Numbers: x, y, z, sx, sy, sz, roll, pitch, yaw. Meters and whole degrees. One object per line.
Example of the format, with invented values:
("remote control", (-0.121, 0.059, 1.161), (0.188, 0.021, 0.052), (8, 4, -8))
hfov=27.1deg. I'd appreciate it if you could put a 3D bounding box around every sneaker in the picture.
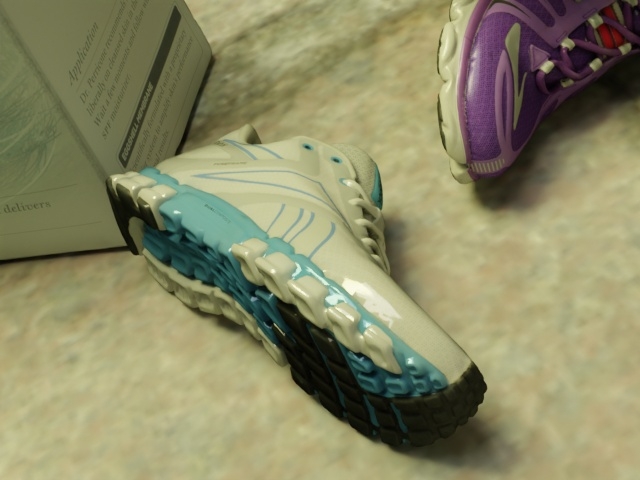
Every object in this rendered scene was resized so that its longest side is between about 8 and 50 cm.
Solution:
("sneaker", (0.102, -0.087, 0.515), (0.071, 0.068, 0.170), (21, 58, 33))
("sneaker", (0.000, 0.000, 0.475), (0.083, 0.071, 0.191), (-36, 42, -20))

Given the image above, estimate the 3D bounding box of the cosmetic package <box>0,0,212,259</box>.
("cosmetic package", (-0.201, -0.106, 0.561), (0.224, 0.224, 0.138), (-7, 45, 21))
